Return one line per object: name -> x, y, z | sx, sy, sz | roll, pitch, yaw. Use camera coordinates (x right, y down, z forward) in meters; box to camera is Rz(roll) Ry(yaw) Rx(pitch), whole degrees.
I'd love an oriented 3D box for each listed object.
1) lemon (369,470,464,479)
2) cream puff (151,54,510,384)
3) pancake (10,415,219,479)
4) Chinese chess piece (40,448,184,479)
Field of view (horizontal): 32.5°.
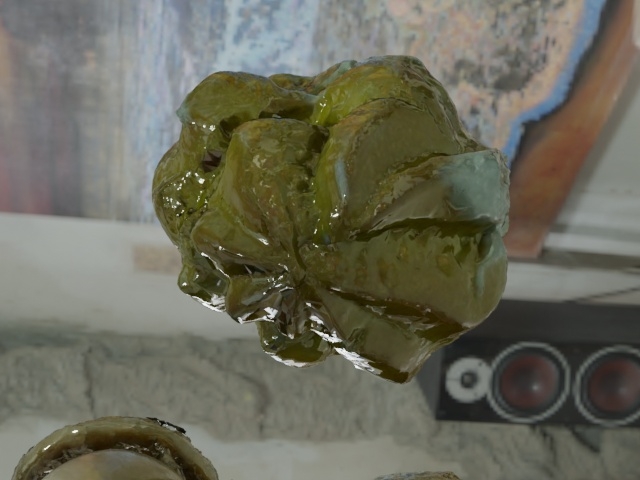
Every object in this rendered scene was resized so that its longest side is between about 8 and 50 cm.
lemon -> 0.107, 0.448, 1.248 | 0.387, 0.350, 0.350 | -40, 14, 5
cream puff -> 0.000, 0.000, 1.043 | 0.378, 0.378, 0.275 | 101, -168, -46
pancake -> -0.264, 0.333, 1.389 | 0.049, 0.283, 0.282 | -87, 4, -65
Chinese chess piece -> -0.243, 0.364, 1.250 | 0.103, 0.250, 0.249 | 17, 106, 45
